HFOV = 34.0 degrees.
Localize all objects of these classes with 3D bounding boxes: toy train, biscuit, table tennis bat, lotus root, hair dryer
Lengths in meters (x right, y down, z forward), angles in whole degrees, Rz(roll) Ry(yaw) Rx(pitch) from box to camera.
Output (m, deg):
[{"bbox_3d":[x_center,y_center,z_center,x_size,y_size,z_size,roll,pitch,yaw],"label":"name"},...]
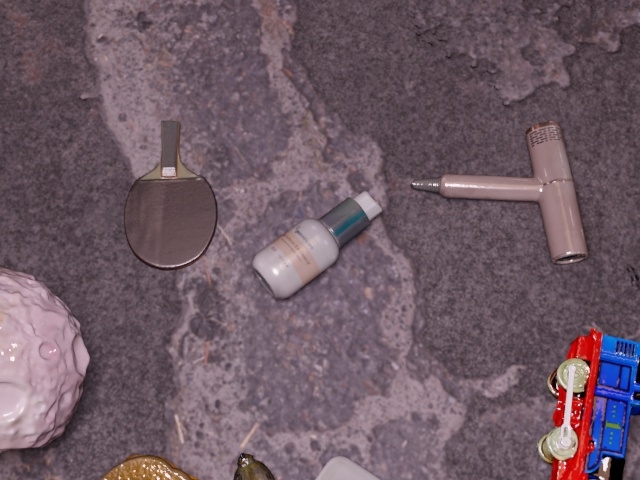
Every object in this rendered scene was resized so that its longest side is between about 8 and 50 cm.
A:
[{"bbox_3d":[0.352,0.221,1.324,0.131,0.083,0.204,13,73,3],"label":"toy train"},{"bbox_3d":[-0.211,0.356,1.305,0.170,0.050,0.170,0,80,2],"label":"biscuit"},{"bbox_3d":[-0.209,-0.065,1.460,0.130,0.019,0.220,-2,73,-1],"label":"table tennis bat"},{"bbox_3d":[-0.080,0.314,1.314,0.054,0.049,0.099,-22,73,2],"label":"lotus root"},{"bbox_3d":[0.241,-0.053,1.433,0.220,0.054,0.195,-9,72,-1],"label":"hair dryer"}]

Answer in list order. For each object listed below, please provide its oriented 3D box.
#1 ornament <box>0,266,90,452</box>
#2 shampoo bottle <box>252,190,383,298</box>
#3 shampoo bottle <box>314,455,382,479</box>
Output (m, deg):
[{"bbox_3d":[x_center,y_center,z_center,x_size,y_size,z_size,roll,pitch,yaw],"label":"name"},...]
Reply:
[{"bbox_3d":[-0.412,0.145,1.269,0.259,0.259,0.225,-5,78,-1],"label":"ornament"},{"bbox_3d":[0.000,0.000,1.406,0.192,0.074,0.074,-36,75,-11],"label":"shampoo bottle"},{"bbox_3d":[0.082,0.366,1.294,0.221,0.051,0.108,32,70,11],"label":"shampoo bottle"}]
